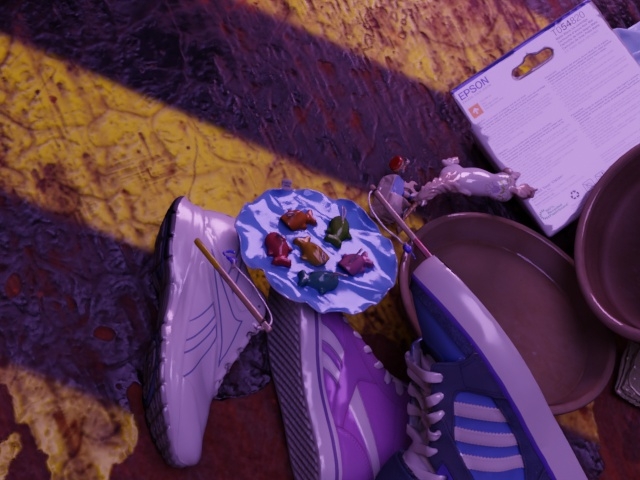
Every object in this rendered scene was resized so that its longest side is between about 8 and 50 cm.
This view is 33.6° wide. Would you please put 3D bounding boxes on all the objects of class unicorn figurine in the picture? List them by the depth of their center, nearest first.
[{"bbox_3d":[0.175,-0.066,1.267,0.162,0.111,0.060,-6,103,14],"label":"unicorn figurine"}]

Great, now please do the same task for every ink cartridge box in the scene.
[{"bbox_3d":[0.311,-0.153,1.337,0.223,0.045,0.224,-33,85,-1],"label":"ink cartridge box"}]

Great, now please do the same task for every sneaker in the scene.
[{"bbox_3d":[0.107,0.204,1.057,0.236,0.130,0.323,-32,106,0],"label":"sneaker"},{"bbox_3d":[-0.121,0.097,1.146,0.129,0.111,0.297,10,71,-18],"label":"sneaker"},{"bbox_3d":[0.033,0.141,1.184,0.161,0.102,0.282,-4,79,-25],"label":"sneaker"}]

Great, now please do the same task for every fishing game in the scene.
[{"bbox_3d":[0.000,0.000,1.150,0.264,0.041,0.189,-15,54,-35],"label":"fishing game"}]

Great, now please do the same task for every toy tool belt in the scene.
[{"bbox_3d":[0.095,-0.055,1.288,0.051,0.052,0.083,35,66,-36],"label":"toy tool belt"}]

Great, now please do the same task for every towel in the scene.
[{"bbox_3d":[0.437,0.174,1.309,0.148,0.027,0.110,28,66,-3],"label":"towel"}]

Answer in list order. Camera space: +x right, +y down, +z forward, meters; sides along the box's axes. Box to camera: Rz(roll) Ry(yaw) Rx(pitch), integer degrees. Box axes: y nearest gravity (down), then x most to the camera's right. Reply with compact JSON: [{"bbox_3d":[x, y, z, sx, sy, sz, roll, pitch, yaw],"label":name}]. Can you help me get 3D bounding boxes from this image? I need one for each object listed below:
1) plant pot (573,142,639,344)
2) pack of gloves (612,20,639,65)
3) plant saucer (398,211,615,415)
[{"bbox_3d":[0.468,0.029,1.247,0.229,0.263,0.263,28,63,-39],"label":"plant pot"},{"bbox_3d":[0.433,-0.200,1.434,0.232,0.046,0.195,-17,78,-30],"label":"pack of gloves"},{"bbox_3d":[0.212,0.086,1.228,0.278,0.041,0.278,14,48,-16],"label":"plant saucer"}]
